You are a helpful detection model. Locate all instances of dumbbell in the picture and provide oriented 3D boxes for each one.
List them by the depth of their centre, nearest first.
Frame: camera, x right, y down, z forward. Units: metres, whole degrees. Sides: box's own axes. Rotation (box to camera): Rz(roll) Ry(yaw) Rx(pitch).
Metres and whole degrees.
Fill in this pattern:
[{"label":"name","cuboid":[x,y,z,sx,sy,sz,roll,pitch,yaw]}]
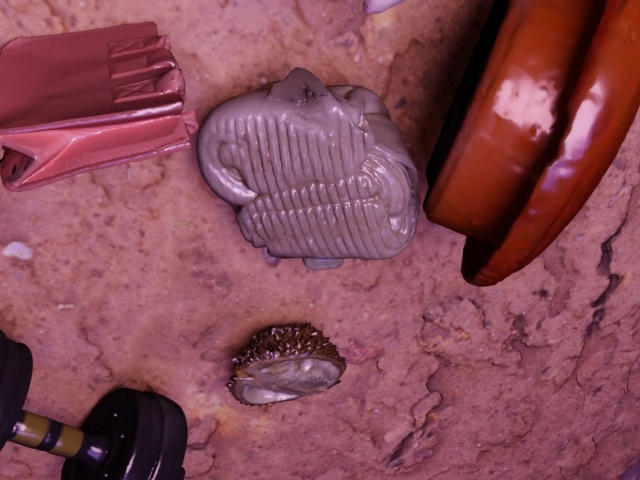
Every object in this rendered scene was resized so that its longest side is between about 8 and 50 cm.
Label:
[{"label":"dumbbell","cuboid":[-0.321,0.229,0.778,0.388,0.185,0.185,34,106,-34]}]

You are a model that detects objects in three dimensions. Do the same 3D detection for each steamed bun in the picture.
[{"label":"steamed bun","cuboid":[-0.005,-0.088,0.707,0.218,0.144,0.211,-7,127,17]}]

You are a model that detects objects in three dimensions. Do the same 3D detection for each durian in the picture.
[{"label":"durian","cuboid":[-0.039,0.162,0.898,0.189,0.091,0.148,28,122,-37]}]

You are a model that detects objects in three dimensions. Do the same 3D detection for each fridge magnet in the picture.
[{"label":"fridge magnet","cuboid":[0.211,-0.126,0.660,0.155,0.363,0.363,22,118,5]}]

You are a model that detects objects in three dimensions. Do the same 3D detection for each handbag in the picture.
[{"label":"handbag","cuboid":[-0.193,-0.124,0.562,0.157,0.212,0.059,-14,126,-12]}]

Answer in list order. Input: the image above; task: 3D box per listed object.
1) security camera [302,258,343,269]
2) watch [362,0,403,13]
[{"label":"security camera","cuboid":[0.000,0.000,0.797,0.058,0.092,0.058,-9,124,-13]},{"label":"watch","cuboid":[0.092,-0.301,0.466,0.231,0.196,0.244,-38,159,-21]}]
